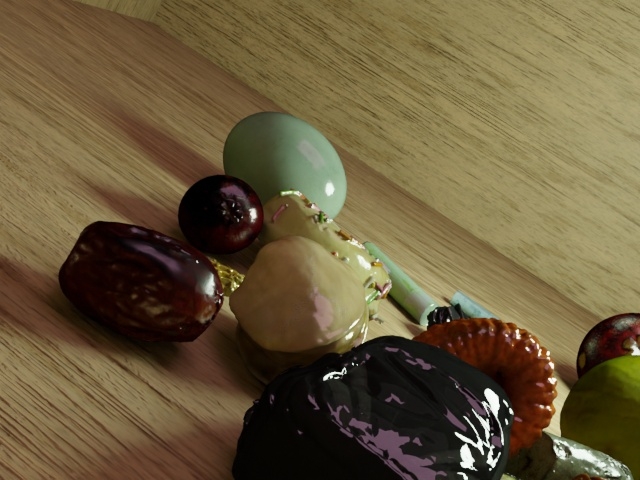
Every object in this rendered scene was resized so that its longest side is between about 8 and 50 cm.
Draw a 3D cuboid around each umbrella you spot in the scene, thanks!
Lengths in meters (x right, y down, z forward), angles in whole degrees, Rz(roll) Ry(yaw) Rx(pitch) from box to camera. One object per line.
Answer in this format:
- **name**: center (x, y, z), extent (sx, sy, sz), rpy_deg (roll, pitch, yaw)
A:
- **umbrella**: center (0.371, 0.286, 2.094), extent (0.118, 0.118, 0.340), rpy_deg (13, 32, -50)

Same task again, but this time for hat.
- **hat**: center (0.286, 0.287, 1.689), extent (0.285, 0.285, 0.400), rpy_deg (34, -5, 10)

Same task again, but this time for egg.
- **egg**: center (-0.095, -0.180, 2.296), extent (0.389, 0.276, 0.276), rpy_deg (39, 16, 33)

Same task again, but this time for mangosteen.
- **mangosteen**: center (0.872, 0.366, 2.485), extent (0.306, 0.306, 0.359), rpy_deg (37, -16, 22)
- **mangosteen**: center (-0.215, -0.055, 1.884), extent (0.199, 0.200, 0.200), rpy_deg (29, 15, -8)

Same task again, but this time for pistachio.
- **pistachio**: center (-0.037, 0.126, 1.526), extent (0.237, 0.229, 0.321), rpy_deg (-10, 31, 6)

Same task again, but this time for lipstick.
- **lipstick**: center (0.454, 0.209, 2.578), extent (0.158, 0.048, 0.048), rpy_deg (36, 15, 16)
- **lipstick**: center (0.197, 0.109, 2.340), extent (0.076, 0.076, 0.304), rpy_deg (16, 21, -46)

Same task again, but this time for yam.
- **yam**: center (0.476, 0.449, 1.655), extent (0.254, 0.154, 0.154), rpy_deg (28, 15, -17)

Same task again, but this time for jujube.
- **jujube**: center (-0.267, 0.062, 1.358), extent (0.243, 0.183, 0.183), rpy_deg (29, 15, -11)

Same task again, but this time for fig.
- **fig**: center (0.681, 0.399, 1.836), extent (0.343, 0.343, 0.343), rpy_deg (29, 15, -8)

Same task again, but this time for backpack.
- **backpack**: center (0.104, 0.285, 1.237), extent (0.363, 0.255, 0.445), rpy_deg (35, 29, 18)

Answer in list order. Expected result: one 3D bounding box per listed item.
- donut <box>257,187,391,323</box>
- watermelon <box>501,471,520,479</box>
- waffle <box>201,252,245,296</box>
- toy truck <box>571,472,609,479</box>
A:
- **donut**: center (-0.006, 0.019, 1.988), extent (0.371, 0.150, 0.307), rpy_deg (41, 3, 29)
- **watermelon**: center (0.317, 0.459, 1.482), extent (0.245, 0.063, 0.119), rpy_deg (37, 33, 0)
- **waffle**: center (-0.239, 0.049, 1.714), extent (0.192, 0.046, 0.160), rpy_deg (35, 17, 14)
- **toy truck**: center (0.421, 0.495, 1.258), extent (0.204, 0.212, 0.288), rpy_deg (30, 18, -9)
